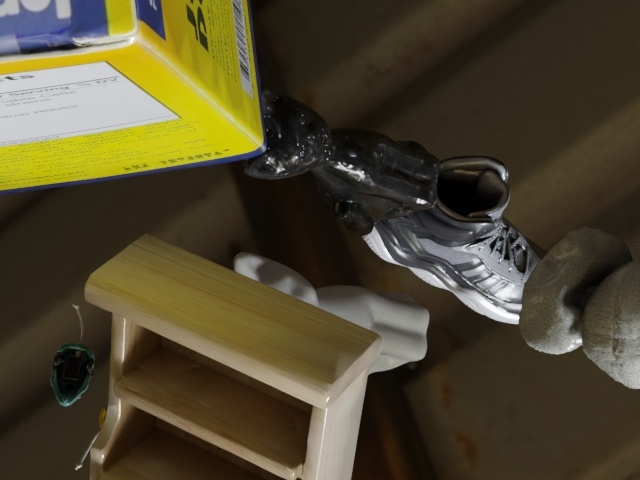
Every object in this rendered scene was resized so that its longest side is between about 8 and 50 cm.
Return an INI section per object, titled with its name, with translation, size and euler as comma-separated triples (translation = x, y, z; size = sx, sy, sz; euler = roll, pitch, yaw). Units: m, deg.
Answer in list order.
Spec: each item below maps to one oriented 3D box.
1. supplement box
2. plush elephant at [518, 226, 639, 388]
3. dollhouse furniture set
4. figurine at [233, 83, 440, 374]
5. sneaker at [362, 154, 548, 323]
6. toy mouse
[supplement box]
translation = -0.155, -0.144, 0.839
size = 0.194, 0.356, 0.195
euler = -8, -95, 5
[plush elephant]
translation = 0.343, 0.074, 1.511
size = 0.255, 0.330, 0.272
euler = -38, -150, -21
[dollhouse furniture set]
translation = -0.143, 0.214, 0.938
size = 0.362, 0.256, 0.394
euler = 22, -143, 22
[figurine]
translation = 0.000, 0.000, 1.335
size = 0.092, 0.209, 0.215
euler = -4, -105, 34
[sneaker]
translation = 0.183, -0.002, 1.793
size = 0.153, 0.268, 0.101
euler = -43, -153, 56
[toy mouse]
translation = -0.197, 0.120, 1.579
size = 0.161, 0.031, 0.143
euler = -31, -110, -18
